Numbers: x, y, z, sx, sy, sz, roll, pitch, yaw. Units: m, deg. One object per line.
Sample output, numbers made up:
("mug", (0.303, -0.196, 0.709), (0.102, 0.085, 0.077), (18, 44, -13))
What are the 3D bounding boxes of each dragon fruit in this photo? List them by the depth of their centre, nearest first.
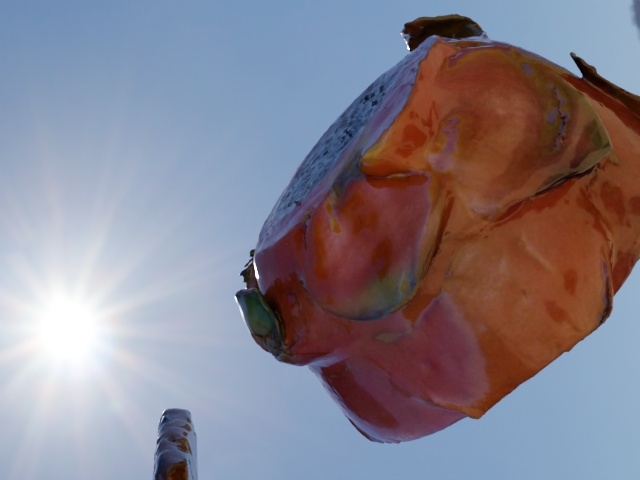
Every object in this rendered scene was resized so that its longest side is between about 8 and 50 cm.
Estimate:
("dragon fruit", (0.069, -0.015, 0.685), (0.189, 0.290, 0.290), (42, -145, -4))

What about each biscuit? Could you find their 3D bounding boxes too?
("biscuit", (-0.140, 0.323, 0.924), (0.359, 0.046, 0.359), (-174, 90, -83))

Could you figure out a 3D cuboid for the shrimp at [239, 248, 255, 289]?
("shrimp", (0.000, 0.000, 0.996), (0.034, 0.161, 0.091), (67, 165, -14))
